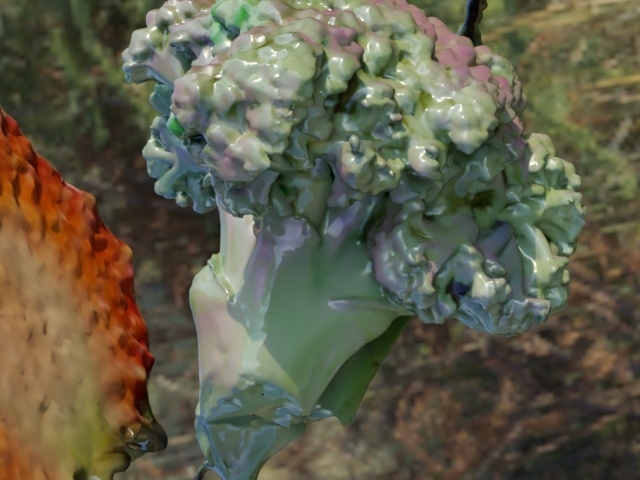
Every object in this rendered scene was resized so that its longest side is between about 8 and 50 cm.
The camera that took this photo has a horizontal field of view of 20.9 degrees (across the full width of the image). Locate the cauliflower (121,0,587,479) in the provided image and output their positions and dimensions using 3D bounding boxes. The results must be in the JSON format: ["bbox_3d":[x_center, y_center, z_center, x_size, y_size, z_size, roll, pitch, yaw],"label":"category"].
[{"bbox_3d":[0.000,0.000,0.901,0.315,0.256,0.239,-68,15,-12],"label":"cauliflower"}]

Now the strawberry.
[{"bbox_3d":[-0.193,0.018,0.774,0.306,0.138,0.233,57,-158,-25],"label":"strawberry"}]
